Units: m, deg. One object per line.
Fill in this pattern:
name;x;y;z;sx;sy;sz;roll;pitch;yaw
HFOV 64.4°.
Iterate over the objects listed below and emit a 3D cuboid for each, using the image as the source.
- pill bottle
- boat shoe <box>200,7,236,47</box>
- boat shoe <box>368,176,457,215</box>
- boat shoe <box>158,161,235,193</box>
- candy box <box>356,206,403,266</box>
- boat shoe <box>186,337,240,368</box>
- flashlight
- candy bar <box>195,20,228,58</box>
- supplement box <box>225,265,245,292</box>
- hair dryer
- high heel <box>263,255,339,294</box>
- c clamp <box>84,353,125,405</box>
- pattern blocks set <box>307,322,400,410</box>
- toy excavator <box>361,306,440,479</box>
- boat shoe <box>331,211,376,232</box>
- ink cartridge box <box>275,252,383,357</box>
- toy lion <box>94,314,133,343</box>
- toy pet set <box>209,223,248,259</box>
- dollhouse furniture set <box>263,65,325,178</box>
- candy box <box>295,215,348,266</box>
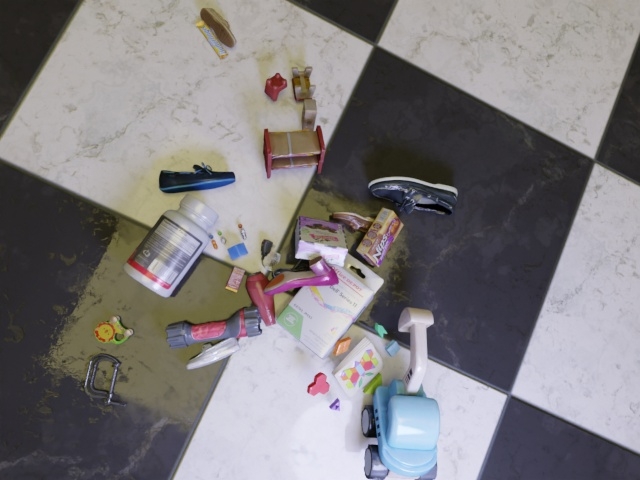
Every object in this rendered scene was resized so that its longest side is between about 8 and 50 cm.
pill bottle;-0.477;0.011;1.660;0.176;0.176;0.318;35;79;-4
boat shoe;-0.356;-0.772;1.830;0.170;0.063;0.059;50;47;-4
boat shoe;0.338;-0.148;1.844;0.341;0.127;0.112;8;70;-18
boat shoe;-0.422;-0.222;1.734;0.259;0.109;0.088;-7;81;-12
candy box;0.214;-0.011;1.814;0.053;0.109;0.186;22;75;39
boat shoe;-0.363;0.372;1.698;0.184;0.066;0.063;-23;74;-9
flashlight;-0.348;0.286;1.667;0.305;0.103;0.103;-8;88;-3
candy bar;-0.390;-0.726;1.841;0.040;0.018;0.161;-35;89;-11
supplement box;-0.292;0.133;1.740;0.043;0.055;0.083;22;81;-8
hair dryer;-0.143;0.154;1.750;0.224;0.080;0.293;22;82;-8
high heel;-0.064;0.146;1.676;0.244;0.082;0.117;-30;115;11
c clamp;-0.694;0.452;1.654;0.137;0.022;0.160;5;84;-4
pattern blocks set;0.128;0.433;1.717;0.324;0.026;0.285;-51;125;-8
toy excavator;0.292;0.502;1.645;0.223;0.444;0.432;9;40;-9
boat shoe;0.125;-0.063;1.828;0.178;0.064;0.060;13;80;-10
ink cartridge box;0.040;0.202;1.731;0.207;0.119;0.353;37;78;14
toy lion;-0.684;0.301;1.668;0.096;0.034;0.100;-45;93;-4
toy pet set;-0.307;0.008;1.746;0.122;0.065;0.114;-23;88;-11
dollhouse furniture set;-0.111;-0.423;1.810;0.202;0.152;0.373;-5;67;-10
candy box;0.000;0.000;1.732;0.165;0.196;0.070;11;116;-9
